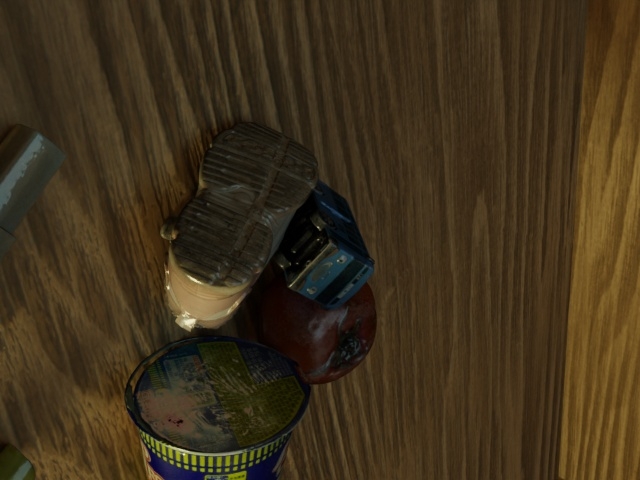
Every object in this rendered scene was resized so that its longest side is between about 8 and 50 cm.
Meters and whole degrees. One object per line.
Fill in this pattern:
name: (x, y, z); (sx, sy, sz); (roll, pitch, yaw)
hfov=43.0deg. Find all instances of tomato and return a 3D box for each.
tomato: (-0.013, 0.138, 1.444); (0.232, 0.188, 0.232); (-25, 128, -36)

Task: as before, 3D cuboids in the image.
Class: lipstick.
lipstick: (-0.413, -0.023, 0.990); (0.253, 0.079, 0.077); (-60, 139, -14)

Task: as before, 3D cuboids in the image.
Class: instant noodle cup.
instant noodle cup: (-0.168, 0.358, 1.317); (0.284, 0.284, 0.313); (-25, 132, -42)

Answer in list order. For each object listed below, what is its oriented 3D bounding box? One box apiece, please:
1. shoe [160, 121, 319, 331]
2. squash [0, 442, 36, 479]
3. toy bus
shoe: (-0.141, -0.026, 1.259); (0.351, 0.171, 0.198); (-60, -179, -41)
squash: (-0.484, 0.389, 1.086); (0.250, 0.083, 0.083); (-47, 136, -29)
toy bus: (0.000, 0.000, 1.332); (0.133, 0.234, 0.116); (35, 110, -30)
